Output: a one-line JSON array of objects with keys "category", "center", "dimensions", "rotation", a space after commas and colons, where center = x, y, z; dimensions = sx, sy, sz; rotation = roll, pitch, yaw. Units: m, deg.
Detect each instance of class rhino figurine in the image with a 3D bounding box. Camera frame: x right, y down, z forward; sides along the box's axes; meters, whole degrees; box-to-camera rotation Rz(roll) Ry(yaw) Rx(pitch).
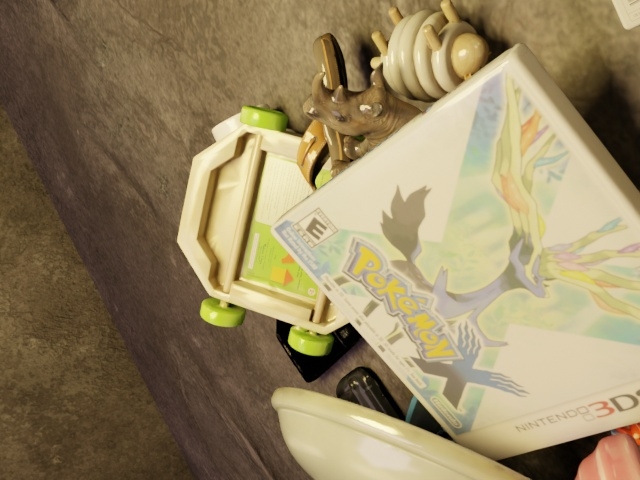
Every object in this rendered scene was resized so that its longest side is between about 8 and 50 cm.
[{"category": "rhino figurine", "center": [0.067, -0.085, 0.695], "dimensions": [0.106, 0.073, 0.243], "rotation": [-11, 145, 33]}]

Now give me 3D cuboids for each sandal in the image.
[{"category": "sandal", "center": [0.002, -0.103, 0.776], "dimensions": [0.090, 0.060, 0.220], "rotation": [-44, -52, -79]}]

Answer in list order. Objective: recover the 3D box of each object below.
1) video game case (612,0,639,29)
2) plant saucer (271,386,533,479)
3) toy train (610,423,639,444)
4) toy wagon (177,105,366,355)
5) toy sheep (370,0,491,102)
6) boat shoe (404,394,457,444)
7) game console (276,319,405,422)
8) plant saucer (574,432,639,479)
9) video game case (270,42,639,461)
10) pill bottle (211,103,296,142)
[{"category": "video game case", "center": [0.226, -0.258, 0.454], "dimensions": [0.183, 0.023, 0.201], "rotation": [-18, 98, 61]}, {"category": "plant saucer", "center": [0.110, 0.295, 0.843], "dimensions": [0.400, 0.101, 0.400], "rotation": [23, 162, 8]}, {"category": "toy train", "center": [0.323, 0.213, 0.697], "dimensions": [0.166, 0.046, 0.125], "rotation": [68, 166, -21]}, {"category": "toy wagon", "center": [0.000, 0.000, 0.881], "dimensions": [0.344, 0.068, 0.267], "rotation": [17, 104, 11]}, {"category": "toy sheep", "center": [0.096, -0.169, 0.675], "dimensions": [0.132, 0.091, 0.091], "rotation": [15, 127, 48]}, {"category": "boat shoe", "center": [0.156, 0.200, 0.873], "dimensions": [0.089, 0.109, 0.258], "rotation": [29, 152, 20]}, {"category": "game console", "center": [0.048, 0.228, 1.152], "dimensions": [0.361, 0.044, 0.213], "rotation": [56, 153, 11]}, {"category": "plant saucer", "center": [0.252, 0.319, 0.558], "dimensions": [0.084, 0.332, 0.332], "rotation": [-20, 101, 17]}, {"category": "video game case", "center": [0.152, 0.044, 0.647], "dimensions": [0.329, 0.036, 0.300], "rotation": [49, 133, -8]}, {"category": "pill bottle", "center": [-0.060, -0.067, 0.984], "dimensions": [0.117, 0.117, 0.215], "rotation": [-17, 100, 61]}]
